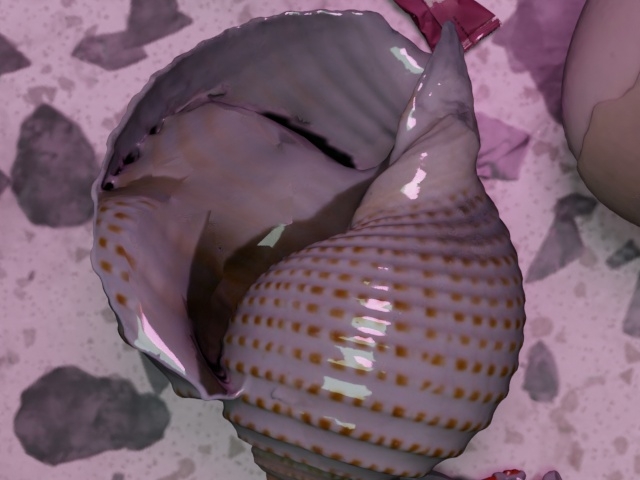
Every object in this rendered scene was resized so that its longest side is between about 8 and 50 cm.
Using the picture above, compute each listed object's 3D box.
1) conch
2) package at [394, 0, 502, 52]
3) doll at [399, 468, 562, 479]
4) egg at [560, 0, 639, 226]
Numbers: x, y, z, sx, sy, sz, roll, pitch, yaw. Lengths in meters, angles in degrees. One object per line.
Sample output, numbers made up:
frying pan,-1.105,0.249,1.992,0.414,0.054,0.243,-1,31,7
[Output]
conch,-0.004,0.011,0.909,0.303,0.215,0.319,19,58,0
package,0.092,-0.179,0.995,0.059,0.029,0.083,-36,94,6
doll,0.099,0.208,0.962,0.180,0.079,0.094,-9,72,-8
egg,0.313,-0.132,0.850,0.336,0.278,0.278,-21,87,1
